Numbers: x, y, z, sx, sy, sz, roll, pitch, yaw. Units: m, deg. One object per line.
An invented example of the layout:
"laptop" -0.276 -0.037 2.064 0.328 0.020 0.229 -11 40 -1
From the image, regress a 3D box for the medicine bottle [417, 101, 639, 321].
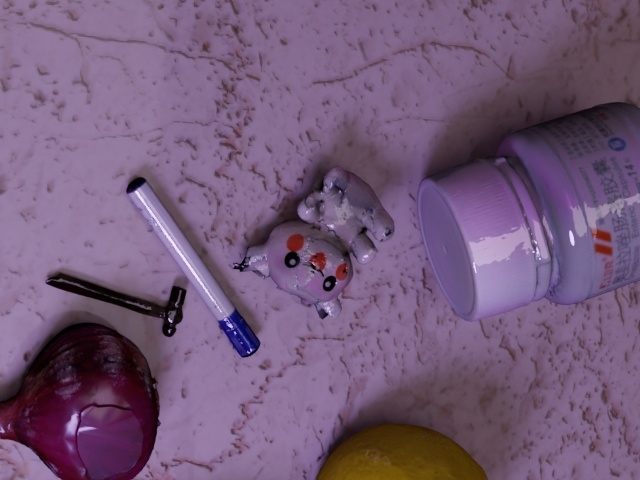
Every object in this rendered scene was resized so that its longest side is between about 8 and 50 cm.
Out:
"medicine bottle" 0.300 -0.032 1.655 0.302 0.241 0.241 -18 105 -10

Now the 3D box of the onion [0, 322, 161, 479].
"onion" -0.299 0.205 1.499 0.218 0.140 0.195 -5 107 -19

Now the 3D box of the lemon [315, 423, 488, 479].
"lemon" 0.118 0.364 1.651 0.240 0.219 0.240 -5 100 -27

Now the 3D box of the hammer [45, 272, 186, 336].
"hammer" -0.251 0.067 1.555 0.178 0.021 0.065 19 90 -22

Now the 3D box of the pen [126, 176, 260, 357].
"pen" -0.158 0.036 1.582 0.033 0.033 0.269 -39 110 -14

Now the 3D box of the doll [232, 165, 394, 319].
"doll" 0.000 0.000 1.612 0.149 0.095 0.192 38 84 -17
